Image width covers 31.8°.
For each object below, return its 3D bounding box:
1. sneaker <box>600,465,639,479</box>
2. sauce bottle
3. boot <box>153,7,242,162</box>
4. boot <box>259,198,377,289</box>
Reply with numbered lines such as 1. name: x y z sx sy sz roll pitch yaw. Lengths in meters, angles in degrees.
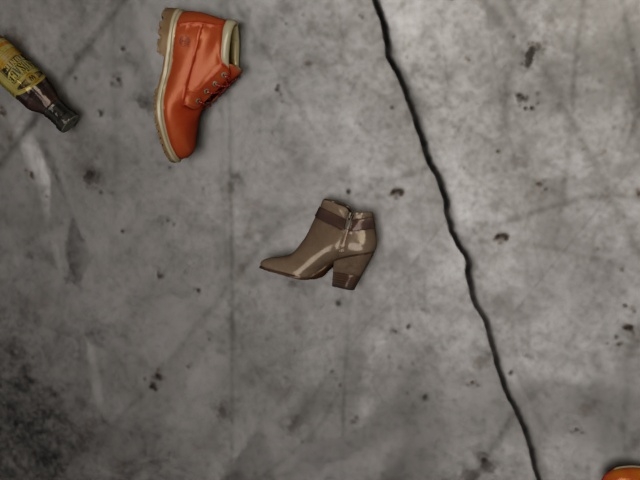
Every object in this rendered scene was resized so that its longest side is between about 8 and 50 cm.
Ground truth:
1. sneaker: 0.355 0.278 1.098 0.175 0.067 0.064 29 109 10
2. sauce bottle: -0.313 -0.168 1.205 0.128 0.042 0.042 41 108 3
3. boot: -0.124 -0.155 1.148 0.084 0.059 0.158 7 102 9
4. boot: 0.000 0.000 1.157 0.118 0.042 0.087 11 98 12
